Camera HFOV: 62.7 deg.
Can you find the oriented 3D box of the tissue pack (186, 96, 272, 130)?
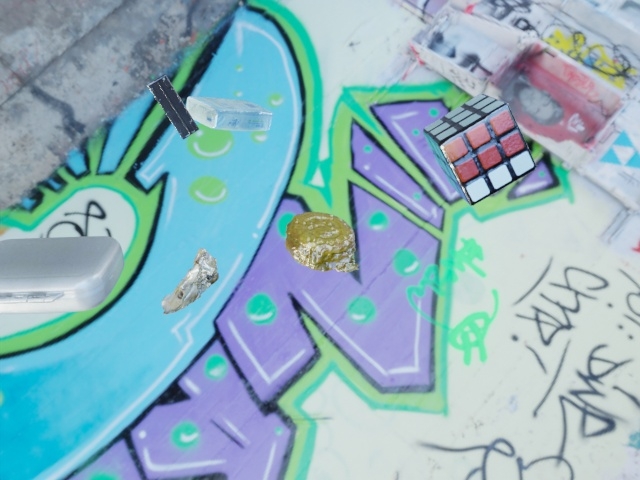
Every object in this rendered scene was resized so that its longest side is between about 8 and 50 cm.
[{"bbox_3d":[-0.330,-0.458,1.907,0.263,0.177,0.089,-14,125,-47],"label":"tissue pack"}]

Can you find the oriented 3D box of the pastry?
[{"bbox_3d":[0.000,0.000,1.749,0.235,0.240,0.132,-106,-162,-61],"label":"pastry"}]

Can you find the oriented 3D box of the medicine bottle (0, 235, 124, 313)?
[{"bbox_3d":[-0.739,0.089,1.416,0.282,0.375,0.123,-90,177,-57],"label":"medicine bottle"}]

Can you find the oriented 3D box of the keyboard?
[{"bbox_3d":[-0.452,-0.411,1.629,0.067,0.011,0.202,-36,129,-9],"label":"keyboard"}]

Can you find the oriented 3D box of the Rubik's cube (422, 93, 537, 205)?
[{"bbox_3d":[0.336,-0.198,1.125,0.163,0.160,0.162,-31,-160,7],"label":"Rubik's cube"}]

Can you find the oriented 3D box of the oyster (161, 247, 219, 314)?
[{"bbox_3d":[-0.393,0.138,1.635,0.162,0.107,0.232,-13,-139,44],"label":"oyster"}]
